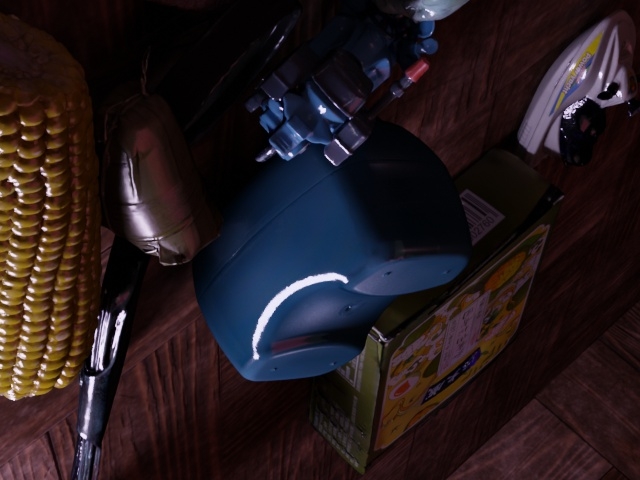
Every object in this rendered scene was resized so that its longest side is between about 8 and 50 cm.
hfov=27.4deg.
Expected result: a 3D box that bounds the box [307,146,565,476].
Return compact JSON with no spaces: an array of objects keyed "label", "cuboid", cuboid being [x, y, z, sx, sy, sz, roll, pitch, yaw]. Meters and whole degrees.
[{"label":"box","cuboid":[0.163,0.111,1.950,0.373,0.138,0.420,-38,156,-26]}]

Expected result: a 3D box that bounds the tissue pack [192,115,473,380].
[{"label":"tissue pack","cuboid":[0.000,0.000,1.367,0.198,0.206,0.287,-3,148,-44]}]

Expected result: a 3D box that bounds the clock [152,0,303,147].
[{"label":"clock","cuboid":[-0.085,-0.148,1.133,0.184,0.040,0.184,-48,180,0]}]

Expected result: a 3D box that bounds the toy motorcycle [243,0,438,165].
[{"label":"toy motorcycle","cuboid":[0.020,-0.159,1.223,0.182,0.123,0.272,-40,-169,22]}]

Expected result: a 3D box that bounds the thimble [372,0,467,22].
[{"label":"thimble","cuboid":[0.092,-0.293,1.126,0.149,0.185,0.211,-37,-177,-15]}]

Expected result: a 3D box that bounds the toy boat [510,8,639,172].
[{"label":"toy boat","cuboid":[0.376,-0.199,1.859,0.141,0.141,0.269,-29,164,-39]}]

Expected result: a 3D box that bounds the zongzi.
[{"label":"zongzi","cuboid":[-0.180,-0.078,1.076,0.081,0.178,0.189,-47,138,-29]}]

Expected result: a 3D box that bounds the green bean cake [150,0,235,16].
[{"label":"green bean cake","cuboid":[-0.093,-0.247,1.026,0.136,0.056,0.135,-57,158,18]}]

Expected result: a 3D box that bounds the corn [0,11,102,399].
[{"label":"corn","cuboid":[-0.238,-0.010,1.033,0.144,0.144,0.387,-32,153,-34]}]

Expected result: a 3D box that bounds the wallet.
[{"label":"wallet","cuboid":[-0.207,0.100,1.290,0.172,0.045,0.318,-83,-171,-47]}]
